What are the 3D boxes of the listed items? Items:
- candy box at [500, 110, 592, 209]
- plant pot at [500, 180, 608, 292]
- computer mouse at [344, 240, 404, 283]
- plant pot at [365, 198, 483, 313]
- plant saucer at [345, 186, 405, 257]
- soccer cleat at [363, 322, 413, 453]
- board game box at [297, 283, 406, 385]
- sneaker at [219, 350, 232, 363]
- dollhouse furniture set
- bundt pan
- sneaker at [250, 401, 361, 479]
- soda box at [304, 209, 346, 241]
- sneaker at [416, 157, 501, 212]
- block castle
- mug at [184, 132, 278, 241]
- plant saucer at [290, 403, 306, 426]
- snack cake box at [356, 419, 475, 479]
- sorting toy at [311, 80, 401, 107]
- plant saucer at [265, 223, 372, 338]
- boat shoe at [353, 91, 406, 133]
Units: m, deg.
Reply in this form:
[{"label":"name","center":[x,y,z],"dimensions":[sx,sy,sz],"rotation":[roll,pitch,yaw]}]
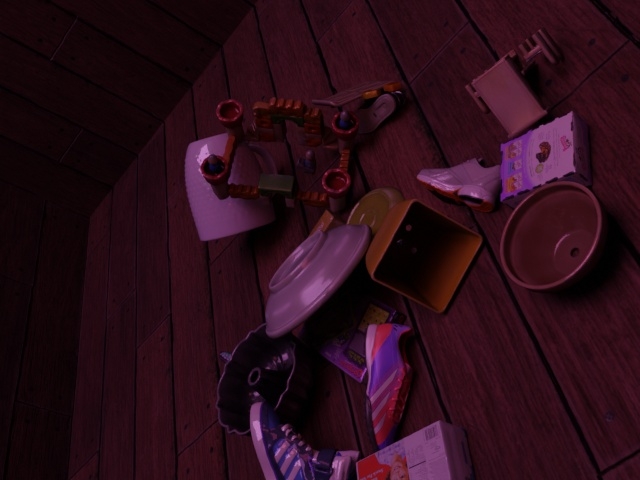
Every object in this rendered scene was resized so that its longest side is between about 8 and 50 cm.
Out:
[{"label":"candy box","center":[0.507,-0.175,1.664],"dimensions":[0.196,0.070,0.165],"rotation":[-23,49,46]},{"label":"plant pot","center":[0.498,0.006,1.512],"dimensions":[0.237,0.109,0.237],"rotation":[-33,44,39]},{"label":"computer mouse","center":[0.142,0.055,2.019],"dimensions":[0.242,0.041,0.071],"rotation":[-30,22,21]},{"label":"plant pot","center":[0.229,0.022,1.803],"dimensions":[0.212,0.212,0.187],"rotation":[-61,19,3]},{"label":"plant saucer","center":[0.145,-0.053,2.111],"dimensions":[0.241,0.037,0.241],"rotation":[-34,42,37]},{"label":"soccer cleat","center":[0.167,0.351,1.745],"dimensions":[0.116,0.108,0.318],"rotation":[-6,66,16]},{"label":"board game box","center":[0.076,0.236,1.996],"dimensions":[0.208,0.056,0.347],"rotation":[-60,32,-3]},{"label":"sneaker","center":[-0.263,0.411,2.312],"dimensions":[0.223,0.083,0.098],"rotation":[4,76,54]},{"label":"dollhouse furniture set","center":[0.480,-0.371,1.781],"dimensions":[0.212,0.161,0.242],"rotation":[-35,4,35]},{"label":"bundt pan","center":[-0.141,0.400,2.051],"dimensions":[0.330,0.124,0.331],"rotation":[-31,41,33]},{"label":"sneaker","center":[-0.021,0.517,1.787],"dimensions":[0.236,0.130,0.323],"rotation":[-22,67,7]},{"label":"soda box","center":[0.000,0.000,2.256],"dimensions":[0.181,0.058,0.061],"rotation":[-56,34,11]},{"label":"sneaker","center":[0.359,-0.156,1.850],"dimensions":[0.262,0.099,0.121],"rotation":[24,80,50]},{"label":"block castle","center":[-0.115,-0.273,2.254],"dimensions":[0.213,0.453,0.303],"rotation":[83,-164,-63]},{"label":"mug","center":[-0.292,-0.206,2.544],"dimensions":[0.276,0.374,0.328],"rotation":[-8,101,46]},{"label":"plant saucer","center":[-0.101,0.459,2.098],"dimensions":[0.168,0.029,0.169],"rotation":[-33,44,39]},{"label":"snack cake box","center":[0.201,0.514,1.585],"dimensions":[0.264,0.089,0.152],"rotation":[-38,42,34]},{"label":"sorting toy","center":[0.122,-0.445,2.262],"dimensions":[0.229,0.041,0.307],"rotation":[-21,18,-13]},{"label":"plant saucer","center":[-0.033,0.082,1.971],"dimensions":[0.400,0.100,0.400],"rotation":[-44,11,11]},{"label":"boat shoe","center":[0.176,-0.400,2.300],"dimensions":[0.079,0.084,0.233],"rotation":[-37,8,-36]}]
